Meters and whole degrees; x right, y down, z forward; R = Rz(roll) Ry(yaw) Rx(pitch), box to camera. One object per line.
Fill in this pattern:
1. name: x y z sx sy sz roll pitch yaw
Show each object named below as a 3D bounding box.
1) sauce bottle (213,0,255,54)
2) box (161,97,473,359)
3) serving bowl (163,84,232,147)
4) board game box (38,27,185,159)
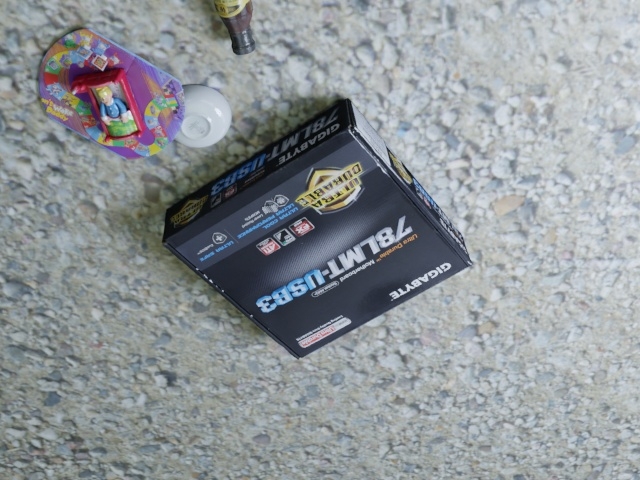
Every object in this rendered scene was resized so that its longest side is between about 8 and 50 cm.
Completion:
1. sauce bottle: -0.093 -0.258 0.914 0.042 0.042 0.128 -11 130 3
2. box: 0.000 0.000 1.131 0.296 0.073 0.293 -29 127 19
3. serving bowl: -0.146 -0.141 1.019 0.084 0.027 0.083 -3 132 -4
4. board game box: -0.241 -0.153 0.977 0.169 0.033 0.133 30 124 -15
